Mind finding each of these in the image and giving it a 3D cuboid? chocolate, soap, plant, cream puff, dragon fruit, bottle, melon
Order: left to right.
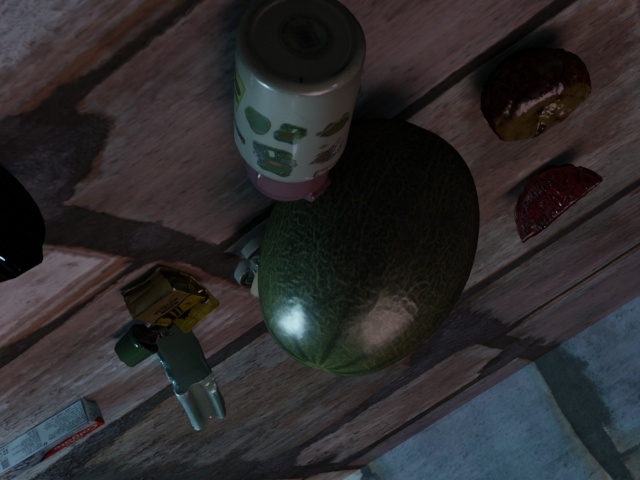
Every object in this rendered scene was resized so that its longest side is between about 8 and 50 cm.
[{"bbox_3d":[-0.312,-0.014,0.943,0.080,0.148,0.125,-31,121,8],"label":"chocolate"},{"bbox_3d":[-0.233,0.128,1.467,0.102,0.051,0.051,-40,157,15],"label":"plant"},{"bbox_3d":[-0.193,0.201,1.592,0.063,0.114,0.198,-26,160,-9],"label":"soap"},{"bbox_3d":[-0.028,-0.125,1.052,0.120,0.120,0.253,-22,159,-17],"label":"bottle"},{"bbox_3d":[0.055,0.010,1.234,0.301,0.237,0.237,-65,161,-10],"label":"melon"},{"bbox_3d":[0.259,-0.184,1.322,0.149,0.084,0.149,-23,161,-8],"label":"cream puff"},{"bbox_3d":[0.372,-0.072,1.739,0.162,0.083,0.106,-44,168,14],"label":"dragon fruit"}]

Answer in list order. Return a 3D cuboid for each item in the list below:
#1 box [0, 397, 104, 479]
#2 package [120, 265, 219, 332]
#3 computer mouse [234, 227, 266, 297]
[{"bbox_3d":[-0.437,0.316,1.650,0.218,0.039,0.055,-31,158,6],"label":"box"},{"bbox_3d":[-0.195,0.077,1.398,0.071,0.047,0.131,-40,156,13],"label":"package"},{"bbox_3d":[0.000,0.000,1.417,0.236,0.082,0.145,-19,157,-20],"label":"computer mouse"}]
